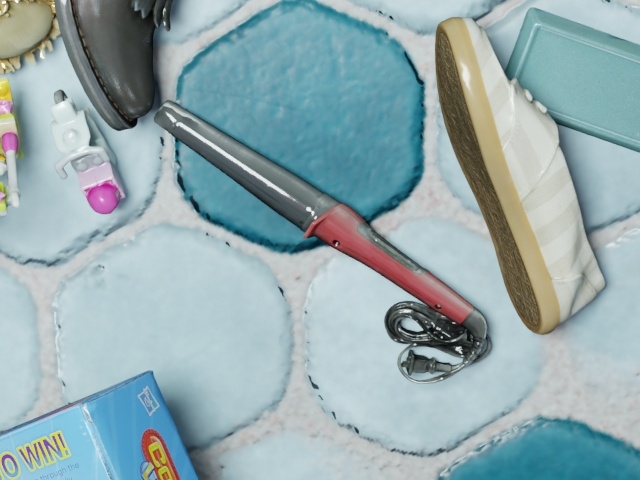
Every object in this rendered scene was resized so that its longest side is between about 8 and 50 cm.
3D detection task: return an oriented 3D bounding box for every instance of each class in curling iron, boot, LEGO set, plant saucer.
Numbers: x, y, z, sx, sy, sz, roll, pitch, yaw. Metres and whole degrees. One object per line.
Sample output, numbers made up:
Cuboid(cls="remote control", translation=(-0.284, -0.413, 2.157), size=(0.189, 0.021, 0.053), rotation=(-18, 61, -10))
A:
Cuboid(cls="curling iron", translation=(0.000, 0.000, 1.146), size=(0.274, 0.035, 0.068), rotation=(40, 104, -7))
Cuboid(cls="boot", translation=(-0.046, -0.201, 1.069), size=(0.229, 0.091, 0.263), rotation=(-2, 102, 6))
Cuboid(cls="LEGO set", translation=(-0.270, -0.003, 1.109), size=(0.287, 0.107, 0.132), rotation=(-27, 132, 9))
Cuboid(cls="plant saucer", translation=(0.213, -0.087, 1.117), size=(0.192, 0.018, 0.067), rotation=(19, 106, -2))

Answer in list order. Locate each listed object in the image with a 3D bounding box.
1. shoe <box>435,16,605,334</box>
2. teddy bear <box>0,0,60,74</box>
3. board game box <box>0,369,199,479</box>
Cuboid(cls="shoe", translation=(0.127, -0.046, 1.111), size=(0.058, 0.076, 0.219), rotation=(-23, 110, -8))
Cuboid(cls="teddy bear", translation=(-0.292, -0.237, 1.083), size=(0.245, 0.113, 0.338), rotation=(-37, 107, 20))
Cuboid(cls="board game box", translation=(-0.186, 0.279, 1.134), size=(0.308, 0.086, 0.302), rotation=(-23, 90, 28))
